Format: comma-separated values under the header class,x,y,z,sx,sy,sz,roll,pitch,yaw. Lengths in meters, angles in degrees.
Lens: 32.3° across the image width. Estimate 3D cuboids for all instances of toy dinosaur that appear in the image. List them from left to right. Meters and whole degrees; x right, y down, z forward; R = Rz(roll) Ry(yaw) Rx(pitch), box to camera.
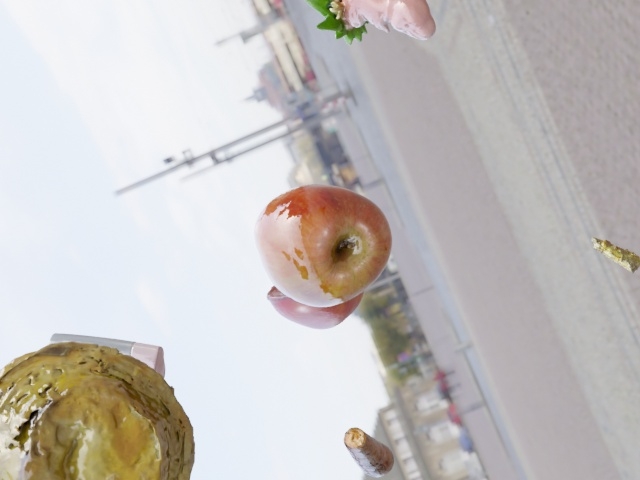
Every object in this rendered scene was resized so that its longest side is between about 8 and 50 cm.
class,x,y,z,sx,sy,sz,roll,pitch,yaw
toy dinosaur,0.072,-0.366,1.693,0.194,0.152,0.177,56,165,-8

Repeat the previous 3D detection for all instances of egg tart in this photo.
class,x,y,z,sx,sy,sz,roll,pitch,yaw
egg tart,-0.315,0.297,1.492,0.129,0.341,0.341,-16,98,63

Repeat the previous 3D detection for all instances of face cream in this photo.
class,x,y,z,sx,sy,sz,roll,pitch,yaw
face cream,-0.365,0.202,1.888,0.057,0.198,0.084,-70,-17,-49

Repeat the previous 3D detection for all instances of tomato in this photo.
class,x,y,z,sx,sy,sz,roll,pitch,yaw
tomato,0.006,0.109,2.328,0.139,0.200,0.233,62,-142,-12

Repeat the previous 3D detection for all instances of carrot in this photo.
class,x,y,z,sx,sy,sz,roll,pitch,yaw
carrot,0.072,0.324,1.696,0.055,0.055,0.161,69,-171,28

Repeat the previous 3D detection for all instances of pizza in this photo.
class,x,y,z,sx,sy,sz,roll,pitch,yaw
pizza,0.567,0.033,2.056,0.123,0.026,0.108,22,-161,-19

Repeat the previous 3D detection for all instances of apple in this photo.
class,x,y,z,sx,sy,sz,roll,pitch,yaw
apple,0.000,0.000,2.059,0.241,0.242,0.242,25,141,64
